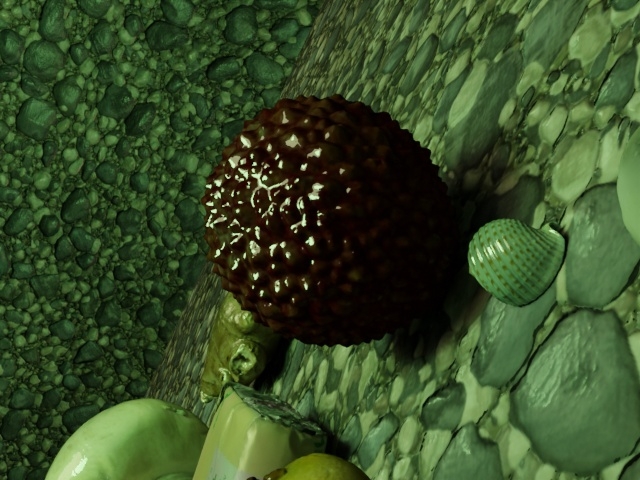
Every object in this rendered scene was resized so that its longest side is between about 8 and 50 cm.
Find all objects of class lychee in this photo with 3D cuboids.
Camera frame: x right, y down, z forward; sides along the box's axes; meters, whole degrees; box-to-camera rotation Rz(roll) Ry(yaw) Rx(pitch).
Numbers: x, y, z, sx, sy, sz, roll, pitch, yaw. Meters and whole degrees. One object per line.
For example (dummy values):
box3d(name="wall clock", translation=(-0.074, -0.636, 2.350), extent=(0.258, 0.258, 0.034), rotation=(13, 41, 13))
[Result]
box3d(name="lychee", translation=(0.007, -0.021, 0.780), extent=(0.300, 0.264, 0.264), rotation=(16, 83, 52))

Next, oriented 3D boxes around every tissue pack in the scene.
box3d(name="tissue pack", translation=(-0.088, 0.322, 0.900), extent=(0.215, 0.123, 0.256), rotation=(-179, 104, -73))

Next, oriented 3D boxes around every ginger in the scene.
box3d(name="ginger", translation=(-0.134, 0.184, 1.296), extent=(0.219, 0.123, 0.270), rotation=(-102, 27, -72))

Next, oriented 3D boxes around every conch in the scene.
box3d(name="conch", translation=(0.157, 0.014, 0.618), extent=(0.085, 0.057, 0.076), rotation=(129, 146, -49))

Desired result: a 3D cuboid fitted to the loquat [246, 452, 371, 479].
box3d(name="loquat", translation=(-0.004, 0.261, 0.642), extent=(0.137, 0.163, 0.163), rotation=(-39, -7, -39))

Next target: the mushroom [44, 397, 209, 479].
box3d(name="mushroom", translation=(-0.305, 0.435, 1.186), extent=(0.315, 0.315, 0.356), rotation=(-56, 18, 37))

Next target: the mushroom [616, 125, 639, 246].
box3d(name="mushroom", translation=(0.232, -0.012, 0.244), extent=(0.328, 0.122, 0.159), rotation=(-120, 45, -72))
